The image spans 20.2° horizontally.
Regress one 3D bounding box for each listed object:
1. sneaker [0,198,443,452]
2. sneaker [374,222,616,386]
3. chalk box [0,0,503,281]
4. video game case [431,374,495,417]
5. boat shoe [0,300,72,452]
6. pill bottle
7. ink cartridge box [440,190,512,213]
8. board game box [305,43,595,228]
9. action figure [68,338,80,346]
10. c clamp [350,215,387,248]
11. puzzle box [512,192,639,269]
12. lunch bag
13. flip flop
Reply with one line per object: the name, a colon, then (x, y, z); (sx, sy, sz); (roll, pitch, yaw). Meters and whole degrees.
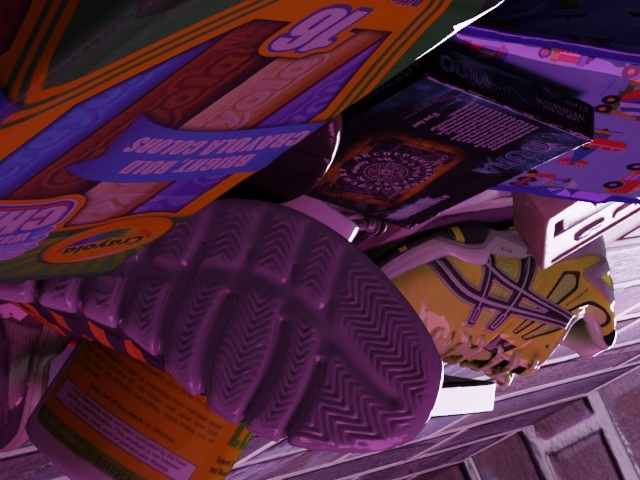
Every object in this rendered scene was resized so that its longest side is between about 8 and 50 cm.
sneaker: (-0.075, 0.030, 1.081); (0.124, 0.321, 0.180); (-63, 174, -5)
sneaker: (0.158, 0.069, 1.770); (0.385, 0.147, 0.145); (-12, 164, -35)
chalk box: (-0.116, -0.094, 0.661); (0.289, 0.180, 0.179); (-33, 163, 30)
video game case: (0.010, 0.143, 1.781); (0.248, 0.035, 0.275); (7, -179, 27)
boat shoe: (-0.243, 0.078, 1.277); (0.092, 0.103, 0.285); (-10, 158, -26)
pill bottle: (-0.081, 0.065, 1.232); (0.245, 0.136, 0.136); (-56, 164, 0)
ink cartridge box: (0.092, -0.068, 1.349); (0.232, 0.066, 0.189); (-21, 167, -25)
board game box: (0.059, -0.060, 1.093); (0.126, 0.026, 0.186); (18, 154, -30)
action figure: (-0.128, 0.043, 1.362); (0.280, 0.139, 0.091); (-44, 158, 4)
c clamp: (0.000, 0.000, 1.509); (0.137, 0.022, 0.161); (-36, 162, 31)
puzzle box: (0.338, -0.116, 1.438); (0.409, 0.052, 0.272); (-31, 169, 2)
lunch bag: (0.116, -0.108, 1.128); (0.293, 0.138, 0.221); (-5, 162, -21)
flip flop: (-0.059, -0.068, 1.050); (0.112, 0.080, 0.277); (24, 166, -9)
